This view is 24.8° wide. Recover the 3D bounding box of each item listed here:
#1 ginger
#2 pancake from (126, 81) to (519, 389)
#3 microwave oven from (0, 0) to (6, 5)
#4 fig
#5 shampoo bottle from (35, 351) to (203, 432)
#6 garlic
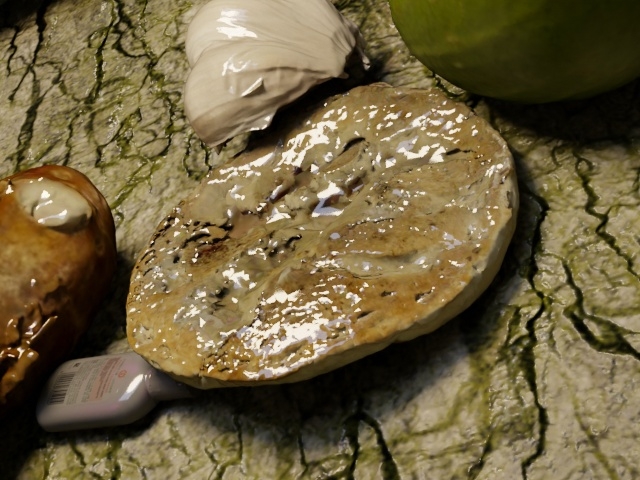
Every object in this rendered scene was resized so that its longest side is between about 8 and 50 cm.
[{"bbox_3d":[-0.328,0.082,1.351,0.418,0.176,0.254,-51,3,-26],"label":"ginger"},{"bbox_3d":[0.000,-0.001,1.308,0.387,0.082,0.387,-19,34,13],"label":"pancake"},{"bbox_3d":[-0.572,-0.461,2.041,0.432,0.374,0.236,-25,14,15],"label":"microwave oven"},{"bbox_3d":[0.186,-0.257,1.304,0.316,0.316,0.316,-21,38,17],"label":"fig"},{"bbox_3d":[-0.181,0.135,1.325,0.165,0.040,0.080,-9,39,29],"label":"shampoo bottle"},{"bbox_3d":[-0.055,-0.194,1.488,0.178,0.143,0.229,-25,6,33],"label":"garlic"}]
